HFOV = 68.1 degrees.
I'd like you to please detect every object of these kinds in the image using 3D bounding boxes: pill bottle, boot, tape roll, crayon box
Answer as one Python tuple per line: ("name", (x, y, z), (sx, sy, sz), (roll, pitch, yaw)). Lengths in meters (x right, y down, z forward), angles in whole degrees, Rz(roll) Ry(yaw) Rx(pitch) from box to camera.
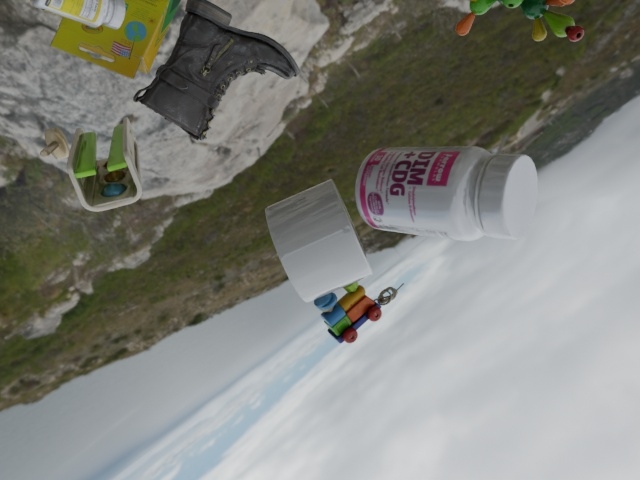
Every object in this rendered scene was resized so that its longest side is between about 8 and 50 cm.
("pill bottle", (0.214, -0.085, 0.836), (0.282, 0.161, 0.160), (9, -150, 44))
("pill bottle", (-0.351, -0.352, 0.691), (0.116, 0.065, 0.065), (3, 143, -49))
("boot", (-0.190, -0.296, 0.897), (0.091, 0.262, 0.229), (37, -76, 58))
("tape roll", (0.000, 0.000, 1.099), (0.169, 0.246, 0.246), (-23, 173, 5))
("crayon box", (-0.474, -0.547, 1.135), (0.081, 0.202, 0.319), (146, -35, -77))

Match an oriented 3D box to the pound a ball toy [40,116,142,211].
("pound a ball toy", (-0.530, -0.174, 1.103), (0.208, 0.319, 0.136), (-17, 124, -13))

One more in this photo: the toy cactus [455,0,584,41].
("toy cactus", (0.273, -0.362, 0.698), (0.181, 0.218, 0.112), (-75, -177, -49))

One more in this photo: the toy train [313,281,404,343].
("toy train", (0.104, 0.144, 1.263), (0.248, 0.143, 0.105), (-39, -150, -12))
